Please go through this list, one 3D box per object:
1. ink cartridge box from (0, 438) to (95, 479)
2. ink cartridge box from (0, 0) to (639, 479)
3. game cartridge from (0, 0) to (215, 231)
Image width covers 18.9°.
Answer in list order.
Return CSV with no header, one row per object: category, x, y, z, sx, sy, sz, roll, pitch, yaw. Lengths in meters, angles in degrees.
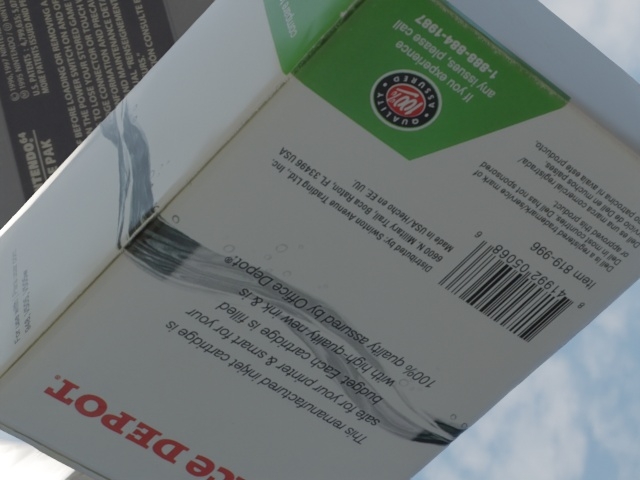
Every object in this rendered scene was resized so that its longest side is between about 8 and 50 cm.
ink cartridge box,-0.162,0.198,0.890,0.197,0.273,0.114,-44,-81,-16
ink cartridge box,0.000,0.000,0.661,0.208,0.153,0.087,-44,-148,20
game cartridge,-0.138,-0.087,1.044,0.198,0.062,0.297,-15,-106,-4
